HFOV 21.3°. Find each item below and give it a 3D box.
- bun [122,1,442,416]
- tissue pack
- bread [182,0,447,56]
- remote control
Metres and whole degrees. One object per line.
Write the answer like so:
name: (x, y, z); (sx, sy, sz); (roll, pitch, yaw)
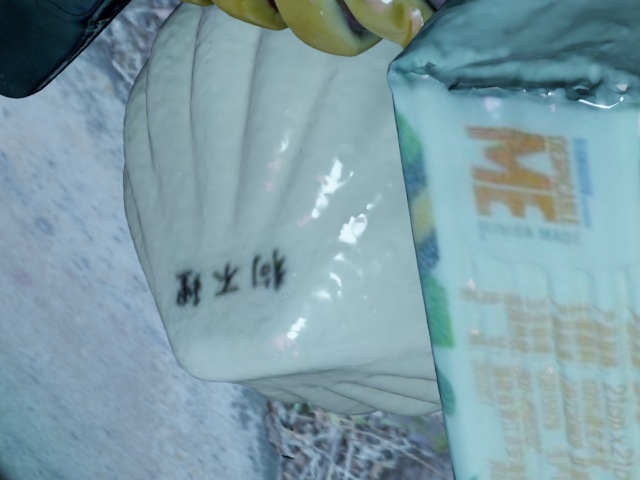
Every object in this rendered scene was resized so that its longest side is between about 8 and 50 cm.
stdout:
bun: (0.000, 0.000, 0.812); (0.263, 0.175, 0.263); (18, 134, 20)
tissue pack: (0.139, 0.010, 0.674); (0.128, 0.228, 0.310); (10, 132, 28)
bread: (-0.018, -0.149, 0.726); (0.225, 0.134, 0.081); (22, 157, 20)
remote control: (-0.129, -0.142, 0.873); (0.072, 0.042, 0.222); (48, 138, -7)
